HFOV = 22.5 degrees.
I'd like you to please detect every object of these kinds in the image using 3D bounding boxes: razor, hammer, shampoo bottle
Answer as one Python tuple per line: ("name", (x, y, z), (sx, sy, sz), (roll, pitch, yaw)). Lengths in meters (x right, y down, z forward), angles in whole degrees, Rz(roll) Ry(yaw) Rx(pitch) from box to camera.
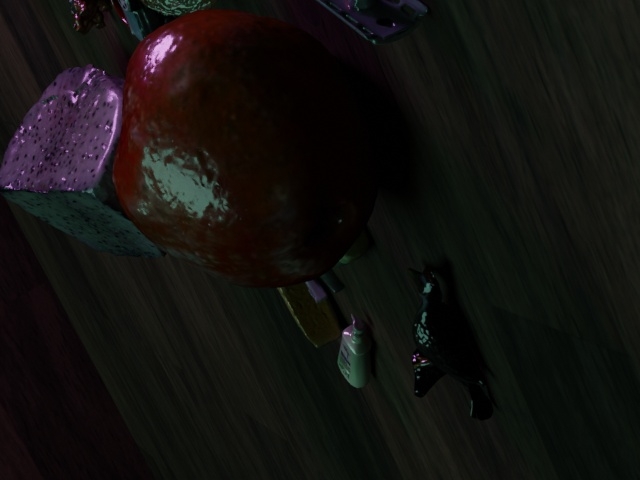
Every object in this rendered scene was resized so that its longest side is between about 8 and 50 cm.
("razor", (0.030, -0.282, 1.320), (0.106, 0.068, 0.232), (43, 150, 39))
("hammer", (0.000, 0.000, 1.887), (0.158, 0.041, 0.226), (62, 163, -10))
("shampoo bottle", (0.045, 0.136, 2.004), (0.049, 0.034, 0.141), (59, 164, 24))

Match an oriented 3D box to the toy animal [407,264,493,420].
("toy animal", (0.128, 0.099, 1.691), (0.105, 0.070, 0.202), (25, 142, 39))

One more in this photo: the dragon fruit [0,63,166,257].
("dragon fruit", (-0.290, -0.107, 2.283), (0.221, 0.204, 0.283), (37, 160, -34))

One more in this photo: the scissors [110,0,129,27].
("scissors", (-0.299, -0.385, 2.087), (0.247, 0.017, 0.144), (45, 149, 39))

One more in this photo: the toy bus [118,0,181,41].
("toy bus", (-0.221, -0.350, 1.842), (0.109, 0.091, 0.261), (44, 157, 59))

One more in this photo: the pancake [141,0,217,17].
("pancake", (-0.165, -0.312, 1.743), (0.158, 0.028, 0.158), (19, 133, 22))

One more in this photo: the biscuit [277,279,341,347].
("biscuit", (-0.035, 0.046, 2.047), (0.188, 0.052, 0.056), (62, 175, -6))

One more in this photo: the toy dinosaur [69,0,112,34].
("toy dinosaur", (-0.317, -0.328, 2.209), (0.154, 0.049, 0.055), (118, 136, -58))

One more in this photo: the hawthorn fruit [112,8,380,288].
("hawthorn fruit", (-0.071, -0.090, 1.602), (0.284, 0.284, 0.284), (51, 161, 25))
